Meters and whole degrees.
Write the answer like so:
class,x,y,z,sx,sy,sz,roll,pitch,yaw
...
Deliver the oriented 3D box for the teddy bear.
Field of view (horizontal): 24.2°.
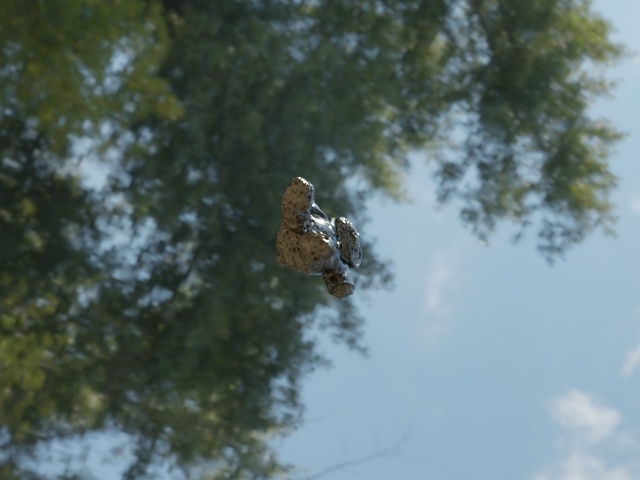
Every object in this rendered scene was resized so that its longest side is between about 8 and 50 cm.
class,x,y,z,sx,sy,sz,roll,pitch,yaw
teddy bear,-0.008,0.004,1.507,0.078,0.160,0.119,-28,-107,12
